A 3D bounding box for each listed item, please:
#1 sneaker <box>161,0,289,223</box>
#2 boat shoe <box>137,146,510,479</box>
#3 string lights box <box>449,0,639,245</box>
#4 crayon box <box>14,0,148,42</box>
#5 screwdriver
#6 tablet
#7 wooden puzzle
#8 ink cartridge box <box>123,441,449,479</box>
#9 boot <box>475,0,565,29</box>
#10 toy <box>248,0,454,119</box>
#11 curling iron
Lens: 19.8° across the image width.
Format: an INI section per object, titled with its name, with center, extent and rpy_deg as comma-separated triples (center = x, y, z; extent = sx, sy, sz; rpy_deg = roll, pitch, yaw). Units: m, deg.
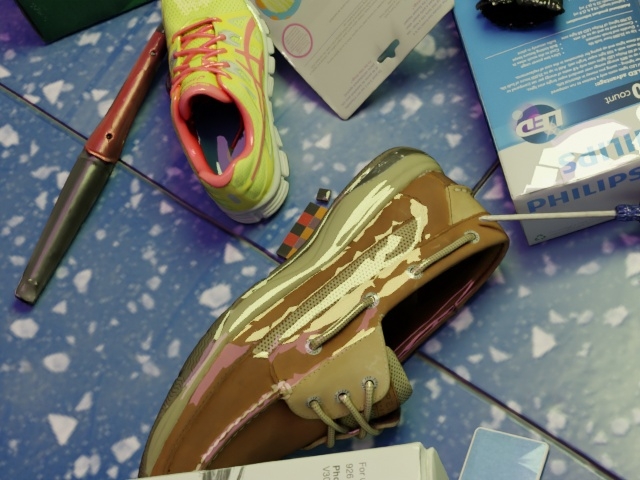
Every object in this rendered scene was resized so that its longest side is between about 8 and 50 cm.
[sneaker]
center = -0.079, -0.120, 1.380
extent = 0.081, 0.094, 0.208
rpy_deg = -22, 75, 16
[boat shoe]
center = 0.008, 0.078, 1.267
extent = 0.120, 0.122, 0.324
rpy_deg = 35, 76, 23
[string lights box]
center = 0.177, -0.139, 1.360
extent = 0.133, 0.077, 0.260
rpy_deg = -17, 59, 6
[crayon box]
center = -0.121, -0.320, 1.536
extent = 0.323, 0.083, 0.203
rpy_deg = -22, 59, 4
[screwdriver]
center = 0.195, -0.019, 1.286
extent = 0.170, 0.025, 0.024
rpy_deg = -1, 82, -15
[tablet]
center = 0.120, 0.171, 1.250
extent = 0.054, 0.006, 0.083
rpy_deg = 12, 65, 21
[wooden puzzle]
center = 0.000, 0.000, 1.375
extent = 0.049, 0.006, 0.083
rpy_deg = 26, 72, 26
[ink cartridge box]
center = -0.051, 0.232, 1.143
extent = 0.289, 0.211, 0.121
rpy_deg = -9, 60, 11
[boot]
center = 0.172, -0.204, 1.324
extent = 0.121, 0.045, 0.099
rpy_deg = 1, 60, 25
[toy]
center = -0.010, -0.228, 1.419
extent = 0.237, 0.056, 0.137
rpy_deg = 47, 122, 4
[curling iron]
center = -0.161, -0.068, 1.439
extent = 0.068, 0.035, 0.274
rpy_deg = 25, 71, 26
